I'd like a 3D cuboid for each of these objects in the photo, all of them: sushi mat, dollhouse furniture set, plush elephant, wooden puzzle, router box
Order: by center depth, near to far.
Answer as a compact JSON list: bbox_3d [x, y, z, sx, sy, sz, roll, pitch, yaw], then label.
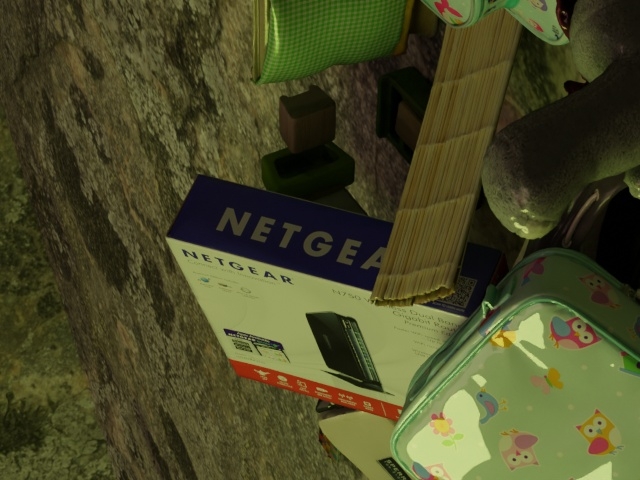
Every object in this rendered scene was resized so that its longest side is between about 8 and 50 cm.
[{"bbox_3d":[0.259,-0.130,1.373,0.255,0.330,0.271,63,-171,-64],"label":"plush elephant"},{"bbox_3d":[0.121,-0.089,1.729,0.151,0.019,0.316,-16,54,61],"label":"sushi mat"},{"bbox_3d":[0.050,-0.152,1.873,0.151,0.198,0.301,52,154,38],"label":"dollhouse furniture set"},{"bbox_3d":[0.039,0.079,1.926,0.335,0.082,0.301,14,153,22],"label":"router box"},{"bbox_3d":[0.013,0.278,2.608,0.049,0.006,0.083,52,153,36],"label":"wooden puzzle"}]

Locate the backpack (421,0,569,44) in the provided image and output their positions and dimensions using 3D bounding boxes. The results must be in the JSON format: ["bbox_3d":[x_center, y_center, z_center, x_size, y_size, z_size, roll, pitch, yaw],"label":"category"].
[{"bbox_3d":[0.153,-0.284,1.543,0.253,0.191,0.225,43,159,31],"label":"backpack"}]

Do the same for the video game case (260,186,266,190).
[{"bbox_3d":[0.000,0.000,2.363,0.193,0.023,0.212,68,157,2],"label":"video game case"}]

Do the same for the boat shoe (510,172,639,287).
[{"bbox_3d":[0.239,0.034,1.724,0.095,0.112,0.335,55,151,41],"label":"boat shoe"}]

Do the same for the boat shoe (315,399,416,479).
[{"bbox_3d":[0.130,0.242,2.187,0.127,0.158,0.340,-15,125,32],"label":"boat shoe"}]

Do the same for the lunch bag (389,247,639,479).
[{"bbox_3d":[0.206,0.143,1.694,0.224,0.108,0.279,38,125,-3],"label":"lunch bag"}]
